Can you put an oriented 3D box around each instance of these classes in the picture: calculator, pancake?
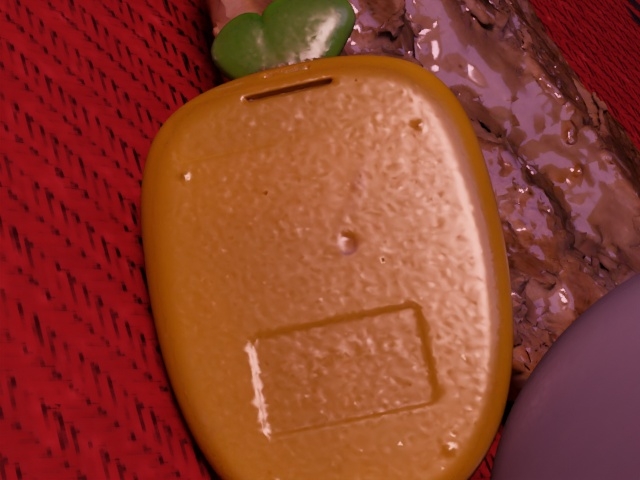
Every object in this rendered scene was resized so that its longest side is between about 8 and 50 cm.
[{"bbox_3d":[0.000,0.000,0.476,0.032,0.146,0.234,68,9,-71],"label":"calculator"},{"bbox_3d":[0.080,-0.074,0.671,0.387,0.082,0.387,29,42,-31],"label":"pancake"}]

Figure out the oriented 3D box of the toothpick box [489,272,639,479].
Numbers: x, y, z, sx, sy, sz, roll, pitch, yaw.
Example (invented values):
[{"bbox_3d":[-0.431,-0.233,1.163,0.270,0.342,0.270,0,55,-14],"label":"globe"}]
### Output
[{"bbox_3d":[0.221,0.107,0.458,0.355,0.263,0.263,-2,58,-56],"label":"toothpick box"}]
